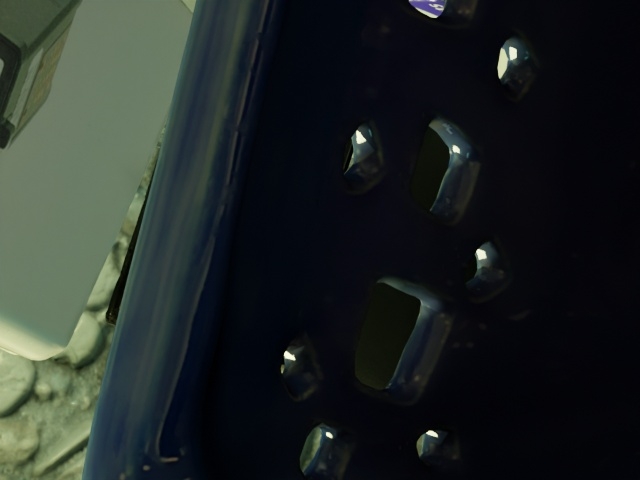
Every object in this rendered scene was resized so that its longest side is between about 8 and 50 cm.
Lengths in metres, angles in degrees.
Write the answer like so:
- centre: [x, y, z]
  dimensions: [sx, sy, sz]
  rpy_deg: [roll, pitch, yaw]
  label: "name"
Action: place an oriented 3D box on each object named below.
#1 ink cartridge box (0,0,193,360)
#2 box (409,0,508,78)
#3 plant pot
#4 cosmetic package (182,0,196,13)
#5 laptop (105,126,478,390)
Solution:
- centre: [-0.176, -0.079, 0.380]
  dimensions: [0.198, 0.114, 0.273]
  rpy_deg: [19, 170, 21]
  label: "ink cartridge box"
- centre: [0.062, -0.097, 0.592]
  dimensions: [0.126, 0.072, 0.137]
  rpy_deg: [21, 177, -31]
  label: "box"
- centre: [0.120, -0.009, 0.350]
  dimensions: [0.236, 0.236, 0.212]
  rpy_deg: [16, -178, 31]
  label: "plant pot"
- centre: [-0.197, -0.169, 0.675]
  dimensions: [0.284, 0.097, 0.377]
  rpy_deg: [15, 176, 22]
  label: "cosmetic package"
- centre: [0.000, 0.000, 1.296]
  dimensions: [0.264, 0.234, 0.136]
  rpy_deg: [16, 176, 29]
  label: "laptop"
